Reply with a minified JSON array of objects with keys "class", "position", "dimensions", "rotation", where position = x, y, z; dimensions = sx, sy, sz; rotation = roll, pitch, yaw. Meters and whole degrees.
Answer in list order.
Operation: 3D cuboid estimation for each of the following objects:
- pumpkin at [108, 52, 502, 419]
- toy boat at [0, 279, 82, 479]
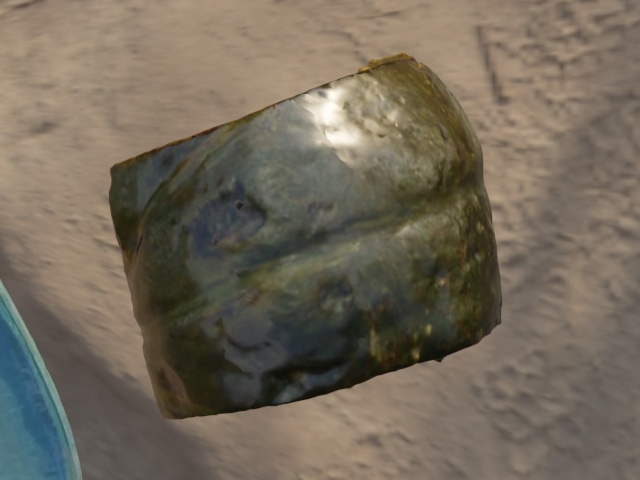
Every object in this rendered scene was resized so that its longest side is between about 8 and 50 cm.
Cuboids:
[{"class":"pumpkin","position":[0.000,0.000,1.499],"dimensions":[0.256,0.303,0.225],"rotation":[-17,97,26]},{"class":"toy boat","position":[-0.144,0.061,0.725],"dimensions":[0.088,0.102,0.215],"rotation":[-27,115,-14]}]
